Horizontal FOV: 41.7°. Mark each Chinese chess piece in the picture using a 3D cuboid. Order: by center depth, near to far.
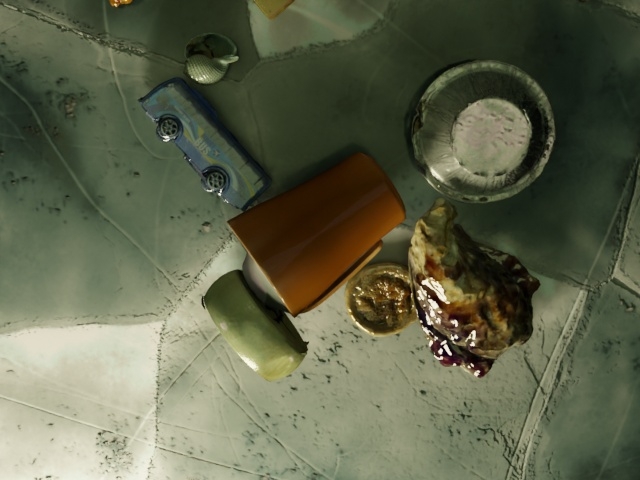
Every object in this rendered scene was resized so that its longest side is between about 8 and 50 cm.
[{"bbox_3d":[-0.101,0.131,1.323,0.083,0.188,0.188,-39,101,4],"label":"Chinese chess piece"}]

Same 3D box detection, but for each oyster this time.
[{"bbox_3d":[0.245,0.091,1.374,0.271,0.100,0.275,16,97,-21],"label":"oyster"}]

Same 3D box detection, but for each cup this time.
[{"bbox_3d":[0.000,0.000,1.317,0.264,0.182,0.226,-35,138,-5],"label":"cup"}]

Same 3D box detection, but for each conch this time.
[{"bbox_3d":[-0.172,-0.278,1.299,0.085,0.056,0.076,-17,83,-18],"label":"conch"}]

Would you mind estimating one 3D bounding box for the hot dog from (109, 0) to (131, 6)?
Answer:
[{"bbox_3d":[-0.293,-0.423,1.261,0.038,0.062,0.144,6,105,-26],"label":"hot dog"}]

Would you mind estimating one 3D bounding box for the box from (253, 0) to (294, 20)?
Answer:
[{"bbox_3d":[-0.095,-0.423,1.285,0.089,0.022,0.156,-39,101,7],"label":"box"}]

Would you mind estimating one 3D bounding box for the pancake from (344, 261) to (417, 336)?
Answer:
[{"bbox_3d":[0.108,0.099,1.408,0.140,0.022,0.139,0,103,-1],"label":"pancake"}]

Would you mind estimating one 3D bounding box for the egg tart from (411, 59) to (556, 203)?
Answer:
[{"bbox_3d":[0.258,-0.167,1.319,0.234,0.094,0.234,-1,103,-4],"label":"egg tart"}]

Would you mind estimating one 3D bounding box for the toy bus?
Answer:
[{"bbox_3d":[-0.180,-0.151,1.320,0.094,0.079,0.236,-43,101,-9],"label":"toy bus"}]
